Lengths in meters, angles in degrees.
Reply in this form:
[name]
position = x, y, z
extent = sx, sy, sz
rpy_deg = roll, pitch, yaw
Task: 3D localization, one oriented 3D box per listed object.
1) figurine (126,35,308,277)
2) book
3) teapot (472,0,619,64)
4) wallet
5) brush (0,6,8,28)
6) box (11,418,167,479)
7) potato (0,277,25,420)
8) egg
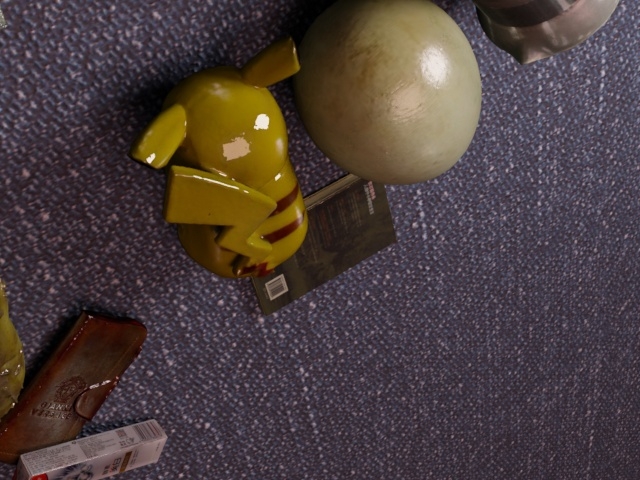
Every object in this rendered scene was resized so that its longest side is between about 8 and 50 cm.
[figurine]
position = -0.112, -0.079, 1.235
extent = 0.218, 0.169, 0.326
rpy_deg = -33, 138, -18
[book]
position = 0.000, 0.000, 1.490
extent = 0.228, 0.024, 0.160
rpy_deg = -30, 137, -14
[teapot]
position = 0.199, -0.388, 1.198
extent = 0.344, 0.253, 0.300
rpy_deg = 28, 72, -53
[wallet]
position = -0.332, 0.198, 1.391
extent = 0.255, 0.031, 0.137
rpy_deg = -51, 142, 12
[brush]
position = -0.401, -0.203, 1.008
extent = 0.205, 0.011, 0.083
rpy_deg = -32, 137, -28
[box]
position = -0.314, 0.300, 1.456
extent = 0.218, 0.039, 0.055
rpy_deg = -9, 135, -42
[potato]
position = -0.406, 0.124, 1.235
extent = 0.117, 0.090, 0.225
rpy_deg = -27, 134, -38
[egg]
position = 0.087, -0.174, 1.279
extent = 0.218, 0.218, 0.295
rpy_deg = -45, 151, 2
